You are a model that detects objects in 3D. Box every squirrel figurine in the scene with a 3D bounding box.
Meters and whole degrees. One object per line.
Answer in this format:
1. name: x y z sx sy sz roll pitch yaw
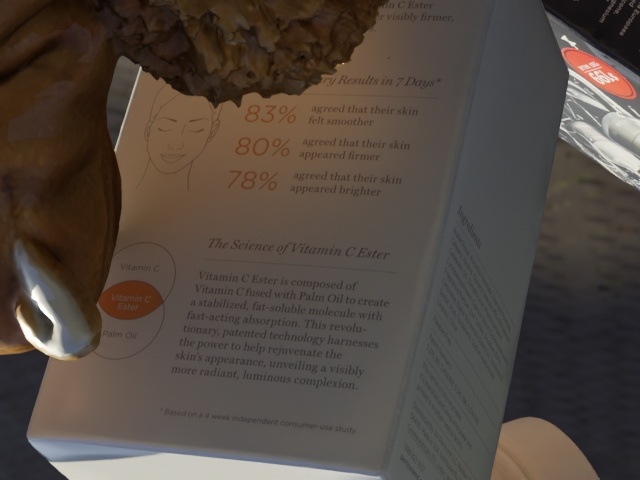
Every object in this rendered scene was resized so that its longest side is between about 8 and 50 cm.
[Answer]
1. squirrel figurine: -0.133 -0.134 0.955 0.397 0.371 0.281 -14 -165 -3

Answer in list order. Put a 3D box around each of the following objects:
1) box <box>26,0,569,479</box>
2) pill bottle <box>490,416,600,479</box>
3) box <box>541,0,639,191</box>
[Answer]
1. box: 0.000 0.000 1.152 0.215 0.345 0.168 3 153 23
2. pill bottle: -0.007 0.259 1.314 0.407 0.229 0.229 -17 166 -22
3. box: 0.292 -0.165 1.633 0.312 0.179 0.343 33 174 -2
